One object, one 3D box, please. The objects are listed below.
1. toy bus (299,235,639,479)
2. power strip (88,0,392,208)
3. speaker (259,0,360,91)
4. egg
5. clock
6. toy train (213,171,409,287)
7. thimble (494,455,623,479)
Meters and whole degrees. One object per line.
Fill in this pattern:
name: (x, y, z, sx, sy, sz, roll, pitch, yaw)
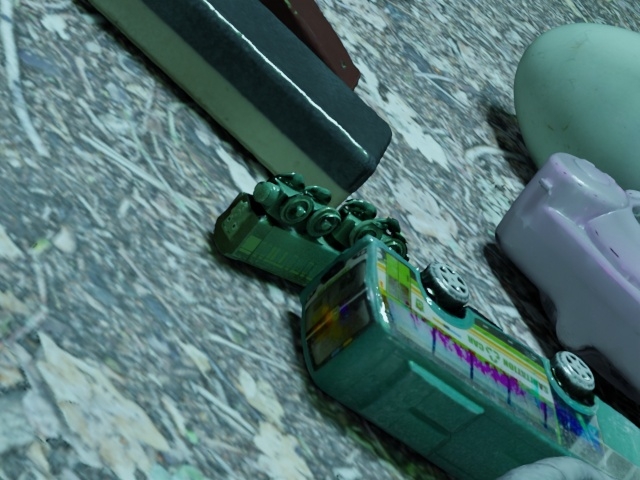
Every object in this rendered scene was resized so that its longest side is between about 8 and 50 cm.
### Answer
toy bus: (0.104, 0.104, 1.270, 0.261, 0.091, 0.109, 33, 31, -22)
power strip: (-0.062, -0.133, 1.425, 0.256, 0.070, 0.105, 44, 19, -5)
speaker: (-0.061, -0.262, 1.627, 0.329, 0.198, 0.259, -58, 142, -53)
egg: (0.290, -0.102, 1.832, 0.264, 0.183, 0.183, 46, 20, 29)
clock: (0.320, 0.071, 1.622, 0.322, 0.113, 0.295, 18, 24, -48)
toy train: (0.000, 0.000, 1.289, 0.148, 0.071, 0.038, 23, 28, -41)
thimble: (0.125, 0.242, 0.965, 0.217, 0.157, 0.245, 30, 25, -26)
